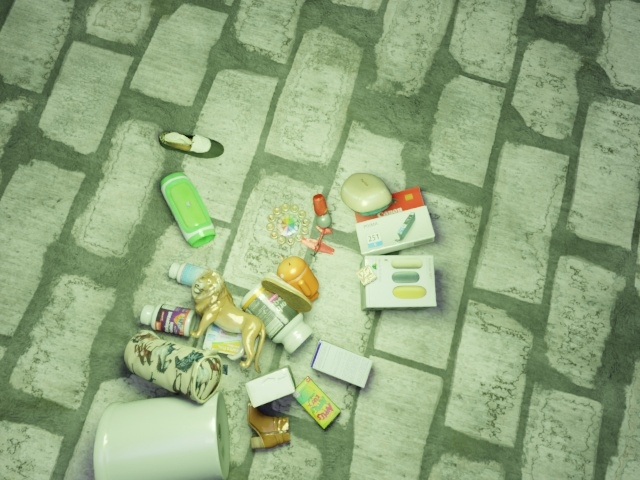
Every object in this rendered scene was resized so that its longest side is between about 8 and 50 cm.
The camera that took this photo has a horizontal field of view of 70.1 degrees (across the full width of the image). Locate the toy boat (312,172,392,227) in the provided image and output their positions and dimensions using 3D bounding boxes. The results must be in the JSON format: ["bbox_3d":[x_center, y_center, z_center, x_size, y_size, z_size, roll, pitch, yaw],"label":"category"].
[{"bbox_3d":[0.123,-0.158,1.864,0.318,0.267,0.148,-18,124,-4],"label":"toy boat"}]

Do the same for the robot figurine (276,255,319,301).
[{"bbox_3d":[-0.090,0.151,1.799,0.128,0.219,0.158,-16,33,25],"label":"robot figurine"}]

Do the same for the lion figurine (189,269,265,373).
[{"bbox_3d":[-0.329,0.295,1.687,0.392,0.142,0.240,32,73,2],"label":"lion figurine"}]

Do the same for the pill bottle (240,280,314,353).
[{"bbox_3d":[-0.166,0.295,1.774,0.162,0.162,0.278,-44,83,-9],"label":"pill bottle"}]

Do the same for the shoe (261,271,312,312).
[{"bbox_3d":[-0.120,0.192,1.722,0.219,0.076,0.058,34,34,-8],"label":"shoe"}]

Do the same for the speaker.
[{"bbox_3d":[-0.542,-0.126,1.868,0.131,0.131,0.297,-28,81,-7],"label":"speaker"}]

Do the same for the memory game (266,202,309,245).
[{"bbox_3d":[-0.138,-0.069,1.925,0.186,0.012,0.186,0,79,-2],"label":"memory game"}]

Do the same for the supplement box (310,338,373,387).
[{"bbox_3d":[0.079,0.474,1.770,0.220,0.111,0.114,20,79,3],"label":"supplement box"}]

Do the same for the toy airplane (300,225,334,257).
[{"bbox_3d":[0.000,0.000,1.905,0.151,0.028,0.151,1,78,-6],"label":"toy airplane"}]

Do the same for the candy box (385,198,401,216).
[{"bbox_3d":[0.315,-0.069,1.919,0.109,0.053,0.187,34,78,6],"label":"candy box"}]

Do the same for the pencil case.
[{"bbox_3d":[-0.533,0.440,1.649,0.410,0.160,0.184,7,67,32],"label":"pencil case"}]

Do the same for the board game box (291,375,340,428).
[{"bbox_3d":[-0.018,0.625,1.771,0.092,0.043,0.181,-44,83,-10],"label":"board game box"}]

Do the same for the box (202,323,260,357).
[{"bbox_3d":[-0.338,0.388,1.779,0.203,0.103,0.114,11,77,1],"label":"box"}]

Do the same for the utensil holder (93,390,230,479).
[{"bbox_3d":[-0.533,0.707,1.600,0.385,0.327,0.328,-8,79,-5],"label":"utensil holder"}]

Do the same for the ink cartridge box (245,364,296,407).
[{"bbox_3d":[-0.179,0.536,1.694,0.160,0.219,0.093,-20,79,-5],"label":"ink cartridge box"}]

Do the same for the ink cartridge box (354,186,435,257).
[{"bbox_3d":[0.288,-0.086,1.854,0.296,0.066,0.261,-15,65,9],"label":"ink cartridge box"}]

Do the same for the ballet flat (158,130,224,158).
[{"bbox_3d":[-0.555,-0.409,1.940,0.280,0.096,0.095,7,78,0],"label":"ballet flat"}]

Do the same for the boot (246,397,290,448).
[{"bbox_3d":[-0.198,0.688,1.741,0.152,0.073,0.197,-10,91,-2],"label":"boot"}]

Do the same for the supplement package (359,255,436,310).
[{"bbox_3d":[0.296,0.170,1.794,0.262,0.198,0.199,0,78,-1],"label":"supplement package"}]

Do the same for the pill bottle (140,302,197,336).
[{"bbox_3d":[-0.594,0.307,1.786,0.193,0.108,0.108,11,78,1],"label":"pill bottle"}]

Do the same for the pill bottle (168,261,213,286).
[{"bbox_3d":[-0.520,0.140,1.833,0.160,0.087,0.087,17,78,2],"label":"pill bottle"}]

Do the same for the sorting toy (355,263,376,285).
[{"bbox_3d":[0.181,0.122,1.695,0.083,0.012,0.062,-32,73,-1],"label":"sorting toy"}]
